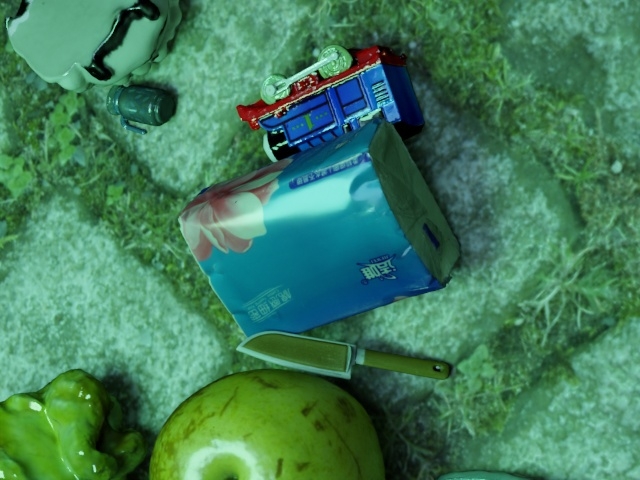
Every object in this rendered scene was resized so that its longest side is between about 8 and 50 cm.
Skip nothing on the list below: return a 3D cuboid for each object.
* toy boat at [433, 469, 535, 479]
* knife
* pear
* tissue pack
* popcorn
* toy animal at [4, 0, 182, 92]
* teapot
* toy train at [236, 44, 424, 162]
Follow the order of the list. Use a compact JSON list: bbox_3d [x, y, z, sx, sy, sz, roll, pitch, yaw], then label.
[{"bbox_3d":[0.221,0.332,1.713,0.208,0.079,0.134,2,95,37],"label":"toy boat"},{"bbox_3d":[0.029,0.140,1.744,0.256,0.022,0.046,10,61,-6],"label":"knife"},{"bbox_3d":[-0.056,0.278,1.732,0.281,0.281,0.280,1,92,26],"label":"pear"},{"bbox_3d":[0.000,0.000,1.734,0.270,0.137,0.209,-19,115,25],"label":"tissue pack"},{"bbox_3d":[-0.347,0.306,1.909,0.225,0.276,0.276,33,108,54],"label":"popcorn"},{"bbox_3d":[-0.275,-0.291,1.881,0.204,0.156,0.208,42,100,17],"label":"toy animal"},{"bbox_3d":[-0.231,-0.173,1.929,0.083,0.063,0.049,14,66,28],"label":"teapot"},{"bbox_3d":[0.012,-0.159,1.785,0.204,0.083,0.131,-22,84,26],"label":"toy train"}]
